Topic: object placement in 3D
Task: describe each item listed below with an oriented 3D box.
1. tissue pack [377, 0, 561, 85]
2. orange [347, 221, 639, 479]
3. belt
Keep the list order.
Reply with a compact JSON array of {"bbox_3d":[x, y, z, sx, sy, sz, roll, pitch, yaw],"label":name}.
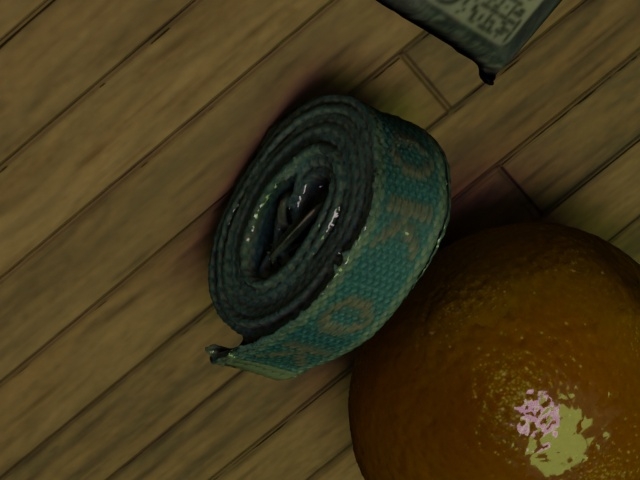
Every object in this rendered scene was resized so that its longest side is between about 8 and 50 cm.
[{"bbox_3d":[0.111,-0.285,0.904,0.259,0.122,0.361,25,110,-37],"label":"tissue pack"},{"bbox_3d":[0.131,0.099,1.129,0.236,0.236,0.236,-12,128,-15],"label":"orange"},{"bbox_3d":[0.006,-0.006,1.048,0.082,0.147,0.163,23,141,-37],"label":"belt"}]
